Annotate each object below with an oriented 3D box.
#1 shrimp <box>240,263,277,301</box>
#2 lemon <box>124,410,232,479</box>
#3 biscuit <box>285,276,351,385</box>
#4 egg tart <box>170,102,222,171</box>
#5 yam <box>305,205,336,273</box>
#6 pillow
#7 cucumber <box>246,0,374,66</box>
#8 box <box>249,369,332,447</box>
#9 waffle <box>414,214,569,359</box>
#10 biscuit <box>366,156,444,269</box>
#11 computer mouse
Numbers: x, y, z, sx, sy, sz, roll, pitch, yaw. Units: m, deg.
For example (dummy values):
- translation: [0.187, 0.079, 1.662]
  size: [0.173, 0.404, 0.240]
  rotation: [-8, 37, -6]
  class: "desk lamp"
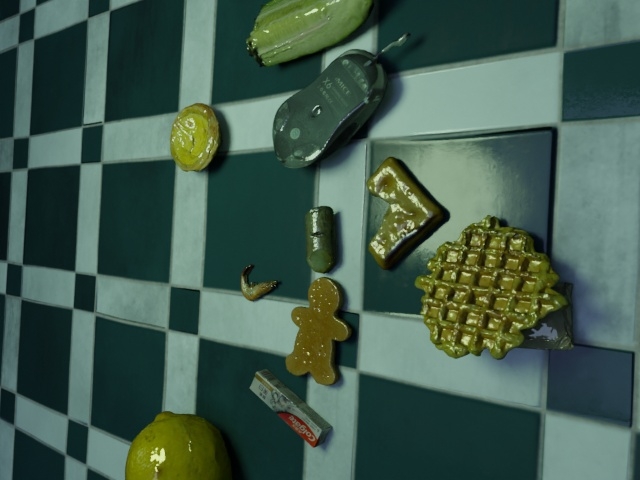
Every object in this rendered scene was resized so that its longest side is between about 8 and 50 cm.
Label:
- translation: [-0.154, 0.099, 1.210]
  size: [0.127, 0.025, 0.091]
  rotation: [-17, 77, 35]
  class: "shrimp"
- translation: [-0.342, 0.563, 1.188]
  size: [0.260, 0.260, 0.284]
  rotation: [-22, 54, 32]
  class: "lemon"
- translation: [-0.001, 0.199, 1.096]
  size: [0.158, 0.035, 0.240]
  rotation: [16, 98, 31]
  class: "biscuit"
- translation: [-0.323, -0.271, 1.308]
  size: [0.191, 0.074, 0.191]
  rotation: [-2, 86, 35]
  class: "egg tart"
- translation: [0.000, 0.000, 1.083]
  size: [0.069, 0.069, 0.146]
  rotation: [-5, 84, 34]
  class: "yam"
- translation: [0.330, 0.129, 0.862]
  size: [0.208, 0.053, 0.119]
  rotation: [-2, 78, 34]
  class: "pillow"
- translation: [-0.007, -0.495, 1.090]
  size: [0.325, 0.105, 0.145]
  rotation: [-10, 56, 34]
  class: "cucumber"
- translation: [-0.073, 0.384, 1.136]
  size: [0.218, 0.039, 0.055]
  rotation: [33, 105, 31]
  class: "box"
- translation: [0.277, 0.084, 0.844]
  size: [0.237, 0.059, 0.243]
  rotation: [-33, 46, 16]
  class: "waffle"
- translation: [0.142, -0.059, 1.009]
  size: [0.174, 0.039, 0.183]
  rotation: [-44, 65, 27]
  class: "biscuit"
- translation: [0.049, -0.295, 1.052]
  size: [0.379, 0.090, 0.167]
  rotation: [-38, 69, 21]
  class: "computer mouse"
